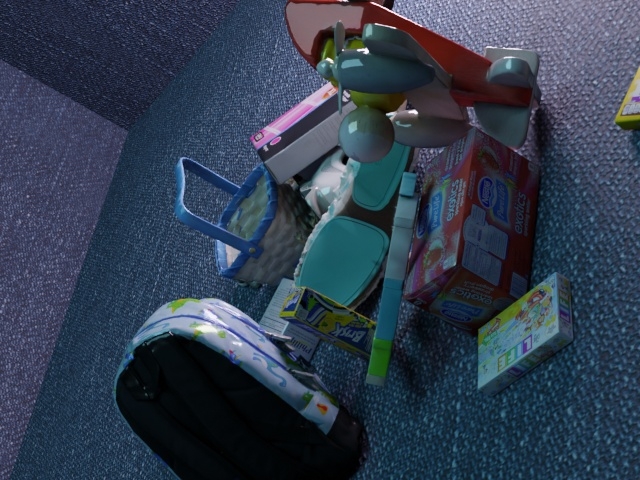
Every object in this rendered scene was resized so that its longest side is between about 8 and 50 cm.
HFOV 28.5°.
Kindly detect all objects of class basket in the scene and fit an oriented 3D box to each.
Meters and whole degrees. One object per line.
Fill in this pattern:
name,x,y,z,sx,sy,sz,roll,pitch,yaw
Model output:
basket,-0.152,-0.041,2.424,0.201,0.289,0.255,-50,21,20

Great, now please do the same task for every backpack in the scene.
backpack,-0.149,0.254,1.946,0.290,0.355,0.273,-48,19,30

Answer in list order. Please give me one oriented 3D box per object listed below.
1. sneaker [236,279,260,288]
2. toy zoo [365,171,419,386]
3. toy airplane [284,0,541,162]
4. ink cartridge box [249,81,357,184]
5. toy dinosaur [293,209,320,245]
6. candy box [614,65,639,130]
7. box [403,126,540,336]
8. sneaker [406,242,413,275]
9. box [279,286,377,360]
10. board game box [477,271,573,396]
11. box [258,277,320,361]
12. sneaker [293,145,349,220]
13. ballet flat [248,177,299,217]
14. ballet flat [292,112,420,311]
sneaker,-0.162,0.064,2.638,0.052,0.058,0.135,-64,21,-11
toy zoo,0.111,0.045,1.834,0.192,0.030,0.293,-61,-19,-77
toy airplane,0.140,-0.226,1.899,0.272,0.386,0.384,-59,26,-1
ink cartridge box,0.042,-0.253,2.388,0.371,0.069,0.176,-33,23,0
toy dinosaur,0.000,0.000,2.309,0.053,0.092,0.183,-35,39,22
candy box,0.461,-0.196,1.592,0.105,0.027,0.206,-61,21,-11
box,0.216,-0.013,1.776,0.123,0.128,0.257,-37,32,46
sneaker,0.177,-0.006,1.948,0.152,0.058,0.084,-36,37,40
box,0.024,0.131,1.969,0.059,0.169,0.054,-8,56,64
board game box,0.264,0.122,1.631,0.154,0.026,0.103,-43,27,38
box,-0.048,0.147,2.249,0.137,0.072,0.126,-62,21,-7
sneaker,0.030,-0.125,2.399,0.146,0.122,0.330,-40,22,3
ballet flat,-0.105,-0.105,2.703,0.241,0.077,0.091,-52,23,23
ballet flat,0.074,-0.028,2.166,0.147,0.147,0.409,-12,49,63
